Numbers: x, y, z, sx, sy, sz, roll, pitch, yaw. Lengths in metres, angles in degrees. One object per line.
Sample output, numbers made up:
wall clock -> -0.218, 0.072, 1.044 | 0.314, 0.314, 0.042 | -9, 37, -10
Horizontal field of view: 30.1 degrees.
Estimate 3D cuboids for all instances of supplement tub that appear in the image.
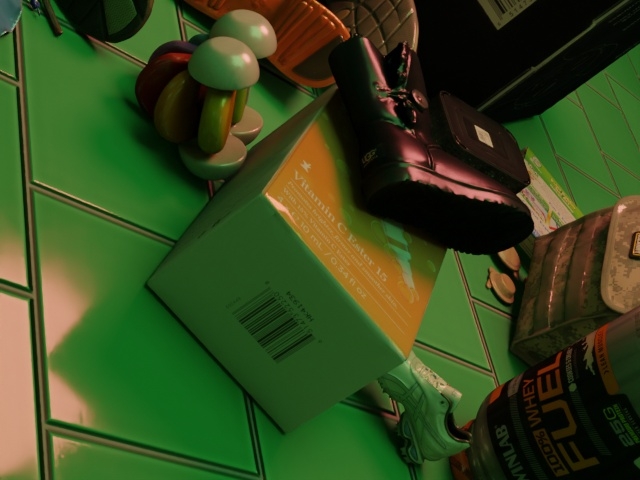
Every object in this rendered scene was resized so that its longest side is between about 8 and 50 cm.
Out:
supplement tub -> 0.315, 0.214, 1.359 | 0.193, 0.316, 0.194 | 36, 33, -28

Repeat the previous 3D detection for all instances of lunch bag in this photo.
lunch bag -> 0.433, 0.067, 1.678 | 0.169, 0.287, 0.235 | 42, 46, -23

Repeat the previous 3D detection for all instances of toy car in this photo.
toy car -> -0.131, -0.167, 1.309 | 0.136, 0.159, 0.182 | 15, 34, 4

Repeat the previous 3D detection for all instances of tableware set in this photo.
tableware set -> 0.304, 0.072, 1.801 | 0.169, 0.020, 0.141 | 46, 29, -16

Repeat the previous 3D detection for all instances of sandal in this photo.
sandal -> -0.257, -0.357, 1.329 | 0.303, 0.120, 0.086 | 64, 16, 17

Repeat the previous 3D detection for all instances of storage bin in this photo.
storage bin -> 0.224, -0.133, 1.817 | 0.180, 0.084, 0.122 | 25, 39, -37

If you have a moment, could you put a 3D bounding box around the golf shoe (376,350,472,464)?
golf shoe -> 0.114, 0.160, 1.313 | 0.069, 0.086, 0.176 | -45, 117, -57

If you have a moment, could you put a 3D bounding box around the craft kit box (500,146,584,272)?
craft kit box -> 0.385, -0.006, 1.969 | 0.250, 0.061, 0.247 | 49, 32, -10

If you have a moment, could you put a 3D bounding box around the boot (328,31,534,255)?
boot -> 0.121, -0.107, 1.288 | 0.246, 0.094, 0.207 | 18, 49, -39

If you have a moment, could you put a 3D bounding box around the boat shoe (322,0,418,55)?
boat shoe -> 0.073, -0.326, 1.742 | 0.130, 0.132, 0.355 | 62, 11, -50

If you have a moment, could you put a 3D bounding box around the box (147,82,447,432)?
box -> 0.000, 0.000, 1.271 | 0.215, 0.168, 0.345 | 48, 29, -11

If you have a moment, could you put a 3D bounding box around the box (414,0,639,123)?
box -> 0.406, -0.441, 2.015 | 0.297, 0.480, 0.471 | 59, 29, 9

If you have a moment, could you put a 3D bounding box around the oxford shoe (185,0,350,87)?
oxford shoe -> -0.114, -0.340, 1.547 | 0.364, 0.130, 0.133 | 45, 5, -16

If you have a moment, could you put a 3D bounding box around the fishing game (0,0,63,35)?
fishing game -> -0.363, -0.280, 1.163 | 0.264, 0.041, 0.189 | -3, 65, -57
